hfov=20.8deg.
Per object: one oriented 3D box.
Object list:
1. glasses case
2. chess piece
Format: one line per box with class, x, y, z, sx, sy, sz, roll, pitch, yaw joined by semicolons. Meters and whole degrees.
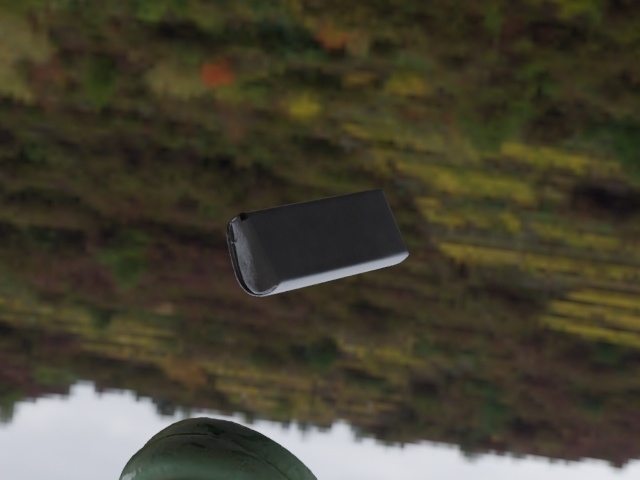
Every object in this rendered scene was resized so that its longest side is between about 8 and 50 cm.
glasses case;-0.001;0.000;1.491;0.042;0.072;0.190;-21;174;39
chess piece;-0.124;0.301;1.387;0.194;0.194;0.299;9;-142;22
